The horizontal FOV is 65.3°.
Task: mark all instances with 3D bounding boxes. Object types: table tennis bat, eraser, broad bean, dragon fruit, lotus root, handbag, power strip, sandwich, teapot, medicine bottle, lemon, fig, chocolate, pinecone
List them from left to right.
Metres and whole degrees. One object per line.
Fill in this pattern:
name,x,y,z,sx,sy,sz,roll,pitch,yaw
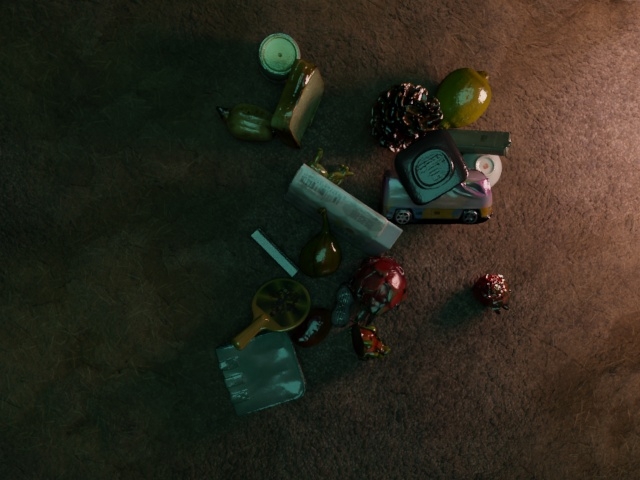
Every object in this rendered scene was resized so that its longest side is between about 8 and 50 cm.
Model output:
lotus root,-0.254,-0.409,1.723,0.221,0.118,0.125,14,91,-4
handbag,-0.208,0.450,1.762,0.274,0.100,0.268,-20,96,-2
table tennis bat,-0.175,0.257,1.723,0.321,0.050,0.198,-40,66,-22
medicine bottle,-0.143,-0.622,1.714,0.148,0.143,0.147,-1,96,-5
sandwich,-0.077,-0.458,1.686,0.087,0.226,0.251,21,87,10
broad bean,-0.027,0.309,1.773,0.114,0.084,0.165,41,82,-21
fig,0.000,0.000,1.717,0.152,0.151,0.259,0,108,-4
eraser,0.069,-0.093,1.718,0.397,0.213,0.082,33,73,-4
chocolate,0.082,0.228,1.771,0.072,0.072,0.166,18,69,-4
dragon fruit,0.164,0.362,1.782,0.175,0.138,0.142,20,114,-24
dragon fruit,0.199,0.167,1.721,0.193,0.192,0.274,-5,54,30
pinecone,0.285,-0.414,1.698,0.244,0.257,0.243,-2,108,-6
lemon,0.485,-0.490,1.744,0.184,0.184,0.248,41,97,-4
power strip,0.531,-0.346,1.751,0.272,0.052,0.078,9,68,26
teapot,0.573,-0.274,1.799,0.159,0.116,0.245,8,85,7
dragon fruit,0.623,0.181,1.800,0.130,0.121,0.142,-36,118,4

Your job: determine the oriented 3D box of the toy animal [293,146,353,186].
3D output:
toy animal,0.014,-0.236,1.778,0.181,0.073,0.136,32,97,-16

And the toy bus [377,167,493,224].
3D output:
toy bus,0.394,-0.157,1.707,0.387,0.171,0.162,1,118,3

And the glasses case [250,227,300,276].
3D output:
glasses case,-0.160,0.042,1.765,0.047,0.071,0.205,-44,93,-6

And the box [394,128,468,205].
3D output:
box,0.355,-0.236,1.607,0.213,0.042,0.201,-29,87,3
